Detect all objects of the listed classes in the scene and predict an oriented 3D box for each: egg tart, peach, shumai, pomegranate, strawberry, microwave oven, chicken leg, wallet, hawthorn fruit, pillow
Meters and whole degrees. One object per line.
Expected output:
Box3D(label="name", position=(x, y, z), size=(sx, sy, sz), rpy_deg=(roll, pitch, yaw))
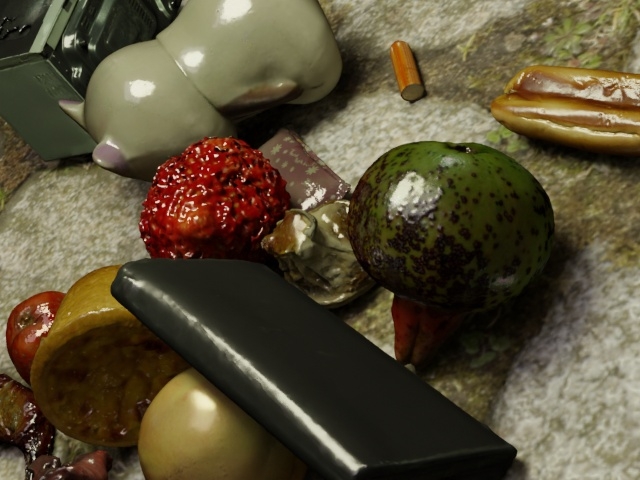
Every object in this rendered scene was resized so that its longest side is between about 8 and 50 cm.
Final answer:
Box3D(label="egg tart", position=(-0.235, 0.122, 1.628), size=(0.203, 0.202, 0.147), rpy_deg=(-31, 34, 12))
Box3D(label="peach", position=(-0.102, 0.212, 1.459), size=(0.184, 0.184, 0.184), rpy_deg=(-20, 46, 22))
Box3D(label="shumai", position=(-0.001, 0.003, 1.600), size=(0.146, 0.116, 0.145), rpy_deg=(-18, 48, 21))
Box3D(label="pomegranate", position=(0.123, 0.018, 1.459), size=(0.214, 0.214, 0.247), rpy_deg=(34, 113, 47))
Box3D(label="strawberry", position=(-0.132, -0.025, 1.650), size=(0.187, 0.184, 0.201), rpy_deg=(-16, 8, 14))
Box3D(label="microwave oven", position=(-0.345, -0.300, 2.024), size=(0.181, 0.237, 0.295), rpy_deg=(-8, 50, 32))
Box3D(label="chicken leg", position=(-0.374, 0.240, 1.735), size=(0.106, 0.051, 0.253), rpy_deg=(-49, 43, 2))
Box3D(label="wallet", position=(-0.016, 0.131, 1.412), size=(0.406, 0.228, 0.062), rpy_deg=(36, 113, 40))
Box3D(label="hawthorn fruit", position=(-0.337, 0.126, 1.753), size=(0.128, 0.128, 0.128), rpy_deg=(-20, 46, 22))
Box3D(label="pillow", position=(-0.043, -0.074, 1.753), size=(0.118, 0.043, 0.185), rpy_deg=(-42, 42, -1))

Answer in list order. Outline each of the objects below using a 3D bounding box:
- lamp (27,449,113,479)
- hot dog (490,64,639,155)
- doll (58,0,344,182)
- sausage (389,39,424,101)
Box3D(label="lamp", position=(-0.196, 0.331, 1.396), size=(0.151, 0.223, 0.215), rpy_deg=(-126, 52, -66))
Box3D(label="hot dog", position=(0.300, -0.137, 1.530), size=(0.250, 0.068, 0.100), rpy_deg=(13, 54, 40))
Box3D(label="doll", position=(-0.133, -0.217, 1.815), size=(0.370, 0.226, 0.215), rpy_deg=(-42, 46, 6))
Box3D(label="sausage", position=(0.106, -0.218, 1.771), size=(0.031, 0.031, 0.107), rpy_deg=(-28, 42, 15))
